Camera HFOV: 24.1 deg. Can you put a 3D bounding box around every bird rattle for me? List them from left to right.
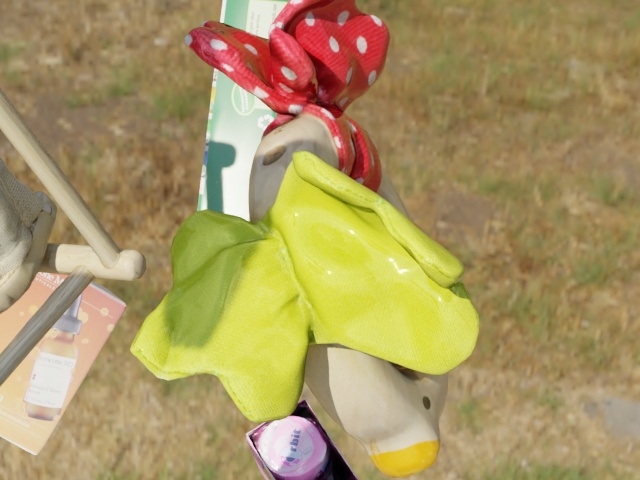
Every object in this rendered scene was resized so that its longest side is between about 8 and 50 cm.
[{"bbox_3d":[0.000,0.000,0.724,0.143,0.207,0.253,-23,34,11],"label":"bird rattle"}]

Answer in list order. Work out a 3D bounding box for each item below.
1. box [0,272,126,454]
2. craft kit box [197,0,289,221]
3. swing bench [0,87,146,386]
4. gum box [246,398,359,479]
[{"bbox_3d":[-0.293,0.097,1.456,0.130,0.170,0.091,31,-3,-24],"label":"box"},{"bbox_3d":[-0.037,-0.062,1.111,0.060,0.246,0.250,5,82,9],"label":"craft kit box"},{"bbox_3d":[-0.277,-0.039,0.821,0.254,0.253,0.165,23,64,37],"label":"swing bench"},{"bbox_3d":[0.015,0.238,1.262,0.062,0.107,0.188,-32,69,-9],"label":"gum box"}]
